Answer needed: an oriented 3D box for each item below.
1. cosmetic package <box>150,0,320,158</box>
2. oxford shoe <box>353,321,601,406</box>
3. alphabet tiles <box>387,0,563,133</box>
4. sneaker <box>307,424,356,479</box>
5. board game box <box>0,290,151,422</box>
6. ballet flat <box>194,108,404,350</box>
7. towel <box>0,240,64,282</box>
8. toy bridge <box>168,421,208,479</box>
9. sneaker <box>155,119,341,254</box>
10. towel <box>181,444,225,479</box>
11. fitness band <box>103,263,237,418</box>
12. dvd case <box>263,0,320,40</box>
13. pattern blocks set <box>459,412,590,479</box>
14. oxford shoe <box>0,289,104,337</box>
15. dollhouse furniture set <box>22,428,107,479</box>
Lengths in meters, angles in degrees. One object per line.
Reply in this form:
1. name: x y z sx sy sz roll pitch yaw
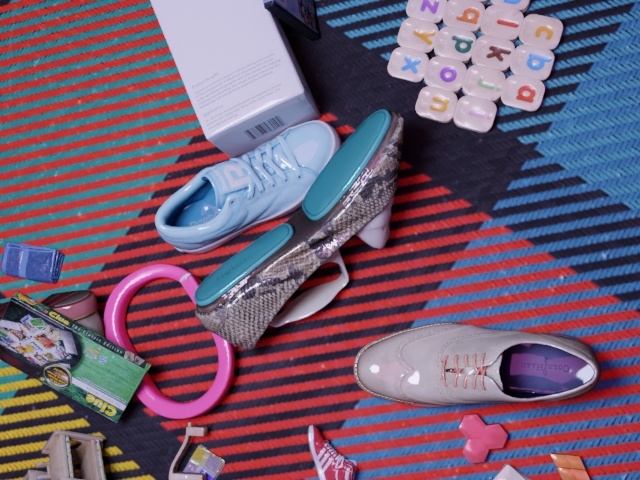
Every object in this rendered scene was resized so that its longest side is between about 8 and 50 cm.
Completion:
1. cosmetic package: -0.164 -0.361 1.413 0.196 0.155 0.366 -23 77 8
2. oxford shoe: 0.242 0.195 1.247 0.396 0.146 0.141 -6 81 12
3. alphabet tiles: 0.271 -0.338 1.385 0.277 0.021 0.284 16 85 14
4. sneaker: 0.022 0.364 1.323 0.067 0.042 0.119 -18 86 13
5. board game box: -0.437 0.205 1.360 0.259 0.030 0.136 31 111 -7
6. ballet flat: 0.000 0.000 1.329 0.483 0.164 0.182 -45 114 5
7. towel: -0.556 0.042 1.501 0.119 0.029 0.067 9 84 13
8. toy bridge: -0.232 0.414 1.368 0.063 0.026 0.188 -1 82 13
9. sneaker: -0.127 -0.094 1.367 0.365 0.150 0.135 -36 77 5
10. towel: -0.212 0.409 1.383 0.060 0.009 0.083 33 89 14
11. fitness band: -0.269 0.179 1.408 0.209 0.054 0.291 -35 75 5
12. dvd case: -0.067 -0.502 1.401 0.022 0.180 0.253 -14 78 24
13. pattern blocks set: 0.325 0.460 1.252 0.324 0.026 0.286 26 88 14
14. oxford shoe: -0.554 0.183 1.437 0.348 0.123 0.130 -9 105 22
15. dollhouse furniture set: -0.438 0.456 1.355 0.161 0.101 0.182 -53 38 22
